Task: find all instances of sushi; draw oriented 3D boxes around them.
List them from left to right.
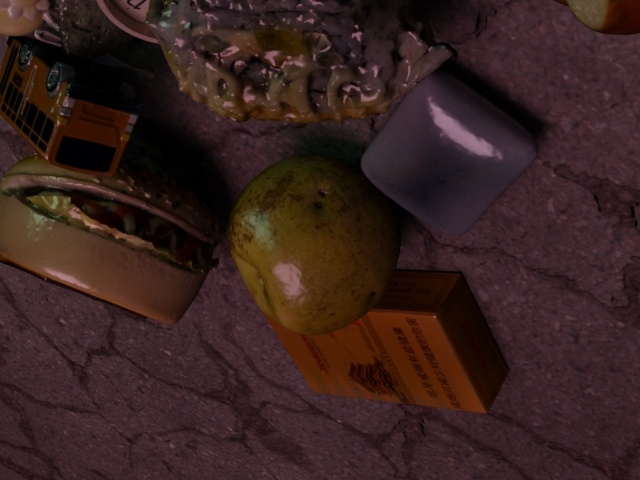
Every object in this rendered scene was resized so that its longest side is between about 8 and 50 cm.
[{"bbox_3d":[-0.020,-0.201,1.053,0.274,0.139,0.184,3,145,-3],"label":"sushi"}]

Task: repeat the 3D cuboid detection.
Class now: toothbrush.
[{"bbox_3d":[-0.249,-0.207,1.304,0.017,0.014,0.162,11,176,43],"label":"toothbrush"}]

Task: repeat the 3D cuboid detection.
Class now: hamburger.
[{"bbox_3d":[-0.260,-0.012,1.441,0.300,0.176,0.300,19,173,2],"label":"hamburger"}]

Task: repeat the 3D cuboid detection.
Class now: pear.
[{"bbox_3d":[0.000,0.000,1.282,0.197,0.197,0.197,22,144,17],"label":"pear"}]

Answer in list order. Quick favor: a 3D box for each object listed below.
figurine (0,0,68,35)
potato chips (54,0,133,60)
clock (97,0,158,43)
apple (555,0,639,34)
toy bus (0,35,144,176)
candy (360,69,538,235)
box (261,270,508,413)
[{"bbox_3d":[-0.452,-0.321,1.249,0.394,0.227,0.275,27,111,-17],"label":"figurine"},{"bbox_3d":[-0.215,-0.283,1.210,0.167,0.059,0.228,36,132,-24],"label":"potato chips"},{"bbox_3d":[-0.141,-0.266,1.129,0.155,0.063,0.229,-30,138,29],"label":"clock"},{"bbox_3d":[0.209,-0.235,0.831,0.195,0.160,0.173,-123,27,-53],"label":"apple"},{"bbox_3d":[-0.292,-0.154,1.319,0.098,0.114,0.201,12,-163,-39],"label":"toy bus"},{"bbox_3d":[0.125,-0.085,1.165,0.138,0.071,0.174,35,145,-1],"label":"candy"},{"bbox_3d":[0.075,0.120,1.453,0.274,0.076,0.174,1,132,39],"label":"box"}]
